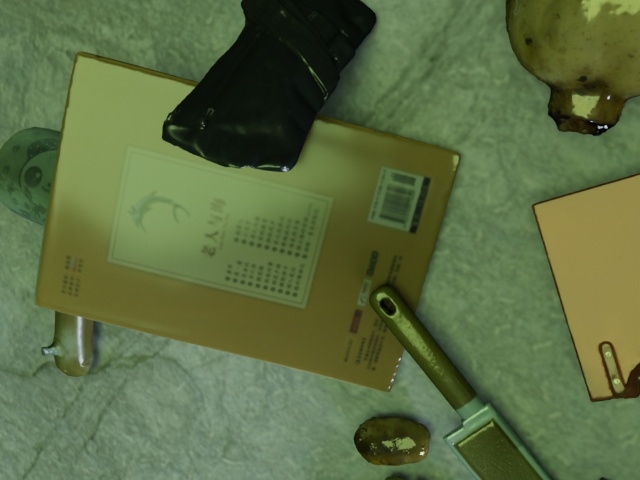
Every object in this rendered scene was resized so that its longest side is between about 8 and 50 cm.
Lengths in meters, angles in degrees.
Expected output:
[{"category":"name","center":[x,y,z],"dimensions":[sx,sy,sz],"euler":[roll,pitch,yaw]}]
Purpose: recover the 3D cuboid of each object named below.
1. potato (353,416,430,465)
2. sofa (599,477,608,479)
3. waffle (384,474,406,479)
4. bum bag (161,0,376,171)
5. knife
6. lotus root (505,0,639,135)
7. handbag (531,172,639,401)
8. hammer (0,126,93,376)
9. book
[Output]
[{"category":"potato","center":[0.075,0.211,0.702],"dimensions":[0.083,0.040,0.051],"euler":[-8,100,23]},{"category":"sofa","center":[0.328,0.328,0.536],"dimensions":[0.225,0.210,0.176],"euler":[2,97,24]},{"category":"waffle","center":[0.108,0.348,0.712],"dimensions":[0.183,0.036,0.169],"euler":[34,110,16]},{"category":"bum bag","center":[-0.039,-0.159,0.618],"dimensions":[0.123,0.060,0.248],"euler":[26,66,3]},{"category":"knife","center":[0.154,0.189,0.665],"dimensions":[0.061,0.027,0.343],"euler":[-40,89,14]},{"category":"lotus root","center":[0.233,-0.226,0.526],"dimensions":[0.160,0.146,0.284],"euler":[18,107,36]},{"category":"handbag","center":[0.277,0.040,0.593],"dimensions":[0.127,0.063,0.190],"euler":[-17,87,22]},{"category":"hammer","center":[-0.294,0.031,0.798],"dimensions":[0.202,0.113,0.305],"euler":[21,113,20]},{"category":"book","center":[-0.081,-0.010,0.674],"dimensions":[0.389,0.032,0.269],"euler":[16,103,-1]}]
